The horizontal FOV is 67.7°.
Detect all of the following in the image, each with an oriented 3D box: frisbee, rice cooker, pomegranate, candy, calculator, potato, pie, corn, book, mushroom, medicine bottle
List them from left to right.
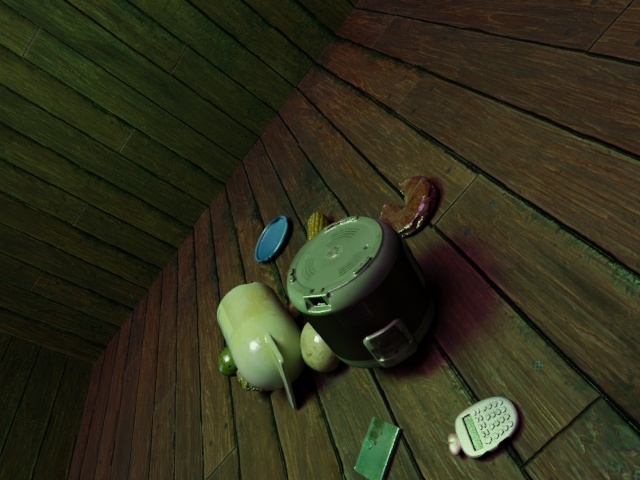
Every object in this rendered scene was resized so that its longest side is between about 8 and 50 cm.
[{"bbox_3d":[-0.308,0.466,1.802,0.129,0.159,0.129,-48,-16,-19],"label":"pomegranate"},{"bbox_3d":[-0.219,0.478,1.640,0.095,0.110,0.085,-146,70,-72],"label":"candy"},{"bbox_3d":[-0.177,0.339,1.565,0.236,0.235,0.406,-53,38,9],"label":"medicine bottle"},{"bbox_3d":[-0.215,-0.001,2.168,0.242,0.045,0.242,-37,35,32],"label":"frisbee"},{"bbox_3d":[-0.095,0.254,1.716,0.062,0.068,0.083,57,137,17],"label":"potato"},{"bbox_3d":[0.000,0.000,1.772,0.106,0.106,0.305,-45,26,22],"label":"corn"},{"bbox_3d":[0.010,0.313,1.432,0.166,0.127,0.167,-173,90,-68],"label":"mushroom"},{"bbox_3d":[0.115,0.140,1.228,0.335,0.325,0.335,-25,32,17],"label":"rice cooker"},{"bbox_3d":[0.136,0.504,1.152,0.103,0.017,0.135,-2,61,56],"label":"book"},{"bbox_3d":[0.273,-0.106,1.493,0.219,0.054,0.204,-58,28,1],"label":"pie"},{"bbox_3d":[0.327,0.381,0.966,0.166,0.024,0.103,-42,33,23],"label":"calculator"}]
